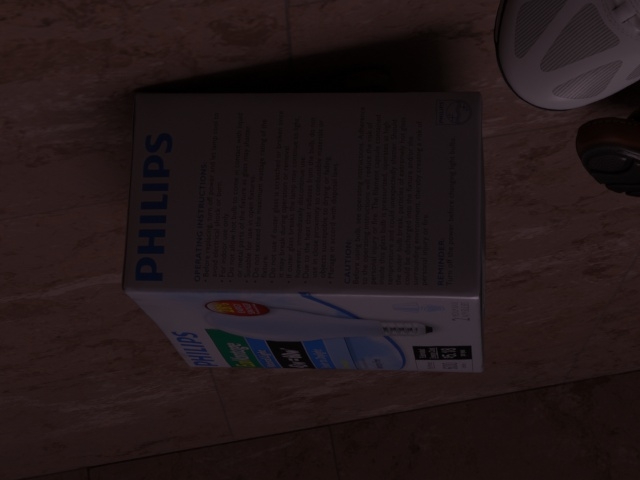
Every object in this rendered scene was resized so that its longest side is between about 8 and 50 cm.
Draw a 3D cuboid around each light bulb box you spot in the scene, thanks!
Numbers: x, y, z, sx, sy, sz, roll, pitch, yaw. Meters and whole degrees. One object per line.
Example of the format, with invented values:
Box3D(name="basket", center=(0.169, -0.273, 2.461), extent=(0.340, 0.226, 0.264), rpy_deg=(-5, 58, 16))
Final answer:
Box3D(name="light bulb box", center=(0.000, 0.000, 1.709), extent=(0.361, 0.225, 0.358), rpy_deg=(0, 163, 7))

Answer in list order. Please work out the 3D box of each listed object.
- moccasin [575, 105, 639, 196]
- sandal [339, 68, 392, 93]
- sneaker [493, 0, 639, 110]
Box3D(name="moccasin", center=(0.450, -0.129, 1.848), extent=(0.380, 0.147, 0.139), rpy_deg=(-3, 175, -32))
Box3D(name="sandal", center=(0.060, -0.137, 1.718), extent=(0.072, 0.049, 0.180), rpy_deg=(-13, 162, 7))
Box3D(name="sneaker", center=(0.272, -0.227, 1.122), extent=(0.447, 0.169, 0.257), rpy_deg=(-45, -171, 32))
